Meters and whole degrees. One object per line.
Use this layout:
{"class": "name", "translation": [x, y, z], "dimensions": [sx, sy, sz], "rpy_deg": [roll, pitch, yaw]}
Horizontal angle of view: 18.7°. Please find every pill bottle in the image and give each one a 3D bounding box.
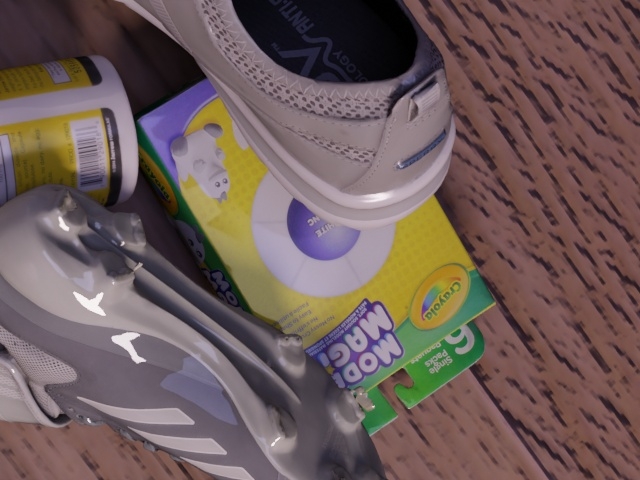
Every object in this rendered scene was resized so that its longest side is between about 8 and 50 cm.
{"class": "pill bottle", "translation": [-0.138, -0.036, 0.793], "dimensions": [0.116, 0.065, 0.065], "rpy_deg": [-11, 92, -21]}

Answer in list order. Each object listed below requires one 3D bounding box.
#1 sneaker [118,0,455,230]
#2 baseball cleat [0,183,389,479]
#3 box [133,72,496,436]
{"class": "sneaker", "translation": [-0.042, -0.135, 0.784], "dimensions": [0.281, 0.115, 0.105], "rpy_deg": [43, 70, 7]}
{"class": "baseball cleat", "translation": [-0.066, 0.061, 0.805], "dimensions": [0.206, 0.109, 0.072], "rpy_deg": [45, 35, -15]}
{"class": "box", "translation": [0.000, 0.000, 0.858], "dimensions": [0.105, 0.043, 0.179], "rpy_deg": [-34, 101, -18]}
